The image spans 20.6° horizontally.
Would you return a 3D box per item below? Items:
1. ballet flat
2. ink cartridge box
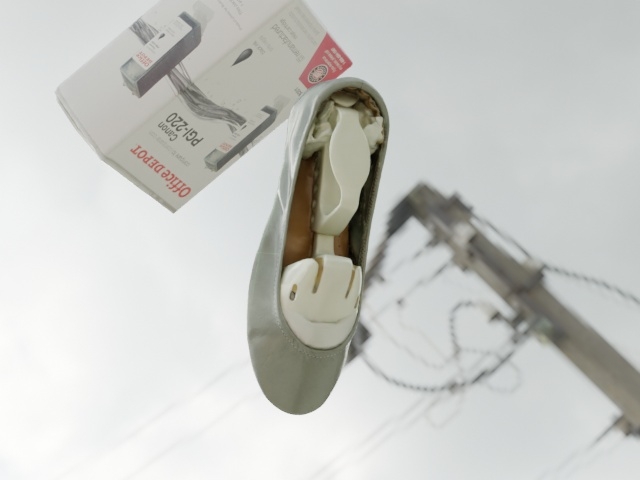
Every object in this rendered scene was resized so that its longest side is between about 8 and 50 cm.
[{"bbox_3d":[0.000,0.000,1.086,0.072,0.068,0.213,12,-102,-21],"label":"ballet flat"},{"bbox_3d":[-0.099,-0.141,1.530,0.218,0.092,0.158,-38,-26,5],"label":"ink cartridge box"}]
